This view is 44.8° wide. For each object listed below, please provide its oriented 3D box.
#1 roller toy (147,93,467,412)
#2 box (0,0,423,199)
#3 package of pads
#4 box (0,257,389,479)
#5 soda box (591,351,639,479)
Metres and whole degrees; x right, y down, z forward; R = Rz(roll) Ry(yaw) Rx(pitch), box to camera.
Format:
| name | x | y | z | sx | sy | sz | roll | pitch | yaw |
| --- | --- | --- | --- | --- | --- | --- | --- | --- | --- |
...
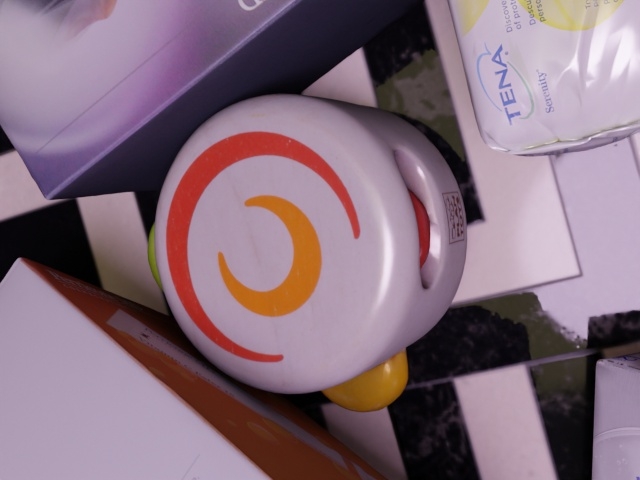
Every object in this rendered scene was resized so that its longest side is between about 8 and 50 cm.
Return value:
| name | x | y | z | sx | sy | sz | roll | pitch | yaw |
| --- | --- | --- | --- | --- | --- | --- | --- | --- | --- |
| roller toy | 0.000 | 0.000 | 0.538 | 0.209 | 0.146 | 0.191 | 39 | 111 | 19 |
| box | -0.112 | -0.229 | 0.530 | 0.296 | 0.183 | 0.294 | -34 | 87 | 18 |
| package of pads | 0.118 | -0.196 | 0.436 | 0.101 | 0.229 | 0.296 | -12 | 93 | 18 |
| box | -0.066 | 0.186 | 0.476 | 0.345 | 0.215 | 0.168 | 32 | 87 | 31 |
| soda box | 0.239 | 0.217 | 0.500 | 0.091 | 0.098 | 0.286 | 11 | 102 | 59 |
